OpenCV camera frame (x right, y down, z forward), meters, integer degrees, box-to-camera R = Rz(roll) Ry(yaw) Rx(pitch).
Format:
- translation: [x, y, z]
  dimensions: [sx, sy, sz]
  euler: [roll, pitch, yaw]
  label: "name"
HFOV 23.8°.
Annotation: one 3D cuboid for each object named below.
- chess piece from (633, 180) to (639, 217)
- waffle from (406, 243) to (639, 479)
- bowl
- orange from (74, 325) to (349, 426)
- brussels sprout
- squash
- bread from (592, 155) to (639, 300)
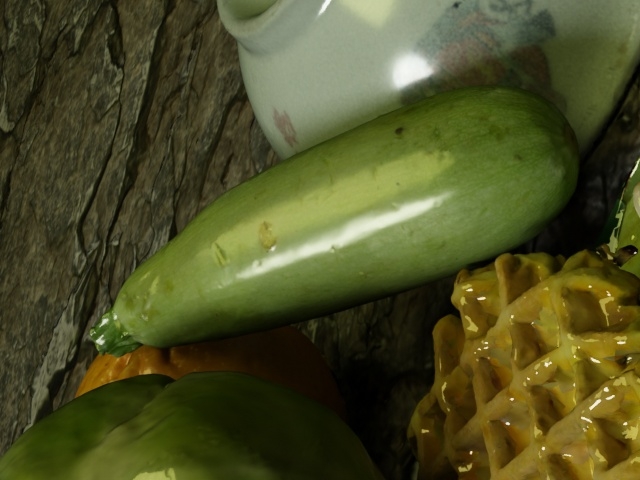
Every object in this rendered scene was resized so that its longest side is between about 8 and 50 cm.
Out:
- translation: [0.218, -0.036, 0.841]
  dimensions: [0.092, 0.035, 0.035]
  euler: [-33, 46, 46]
  label: "chess piece"
- translation: [0.132, 0.150, 0.875]
  dimensions: [0.329, 0.062, 0.329]
  euler: [-172, 90, -65]
  label: "waffle"
- translation: [0.047, -0.205, 1.145]
  dimensions: [0.435, 0.196, 0.435]
  euler: [-39, 42, 46]
  label: "bowl"
- translation: [-0.085, 0.147, 1.151]
  dimensions: [0.219, 0.193, 0.219]
  euler: [-7, 52, 10]
  label: "orange"
- translation: [-0.072, 0.220, 0.912]
  dimensions: [0.243, 0.273, 0.317]
  euler: [77, 174, -54]
  label: "brussels sprout"
- translation: [0.001, -0.006, 1.022]
  dimensions: [0.370, 0.118, 0.118]
  euler: [-22, 51, 26]
  label: "squash"
- translation: [0.231, 0.017, 0.855]
  dimensions: [0.228, 0.033, 0.228]
  euler: [-41, 38, 43]
  label: "bread"
